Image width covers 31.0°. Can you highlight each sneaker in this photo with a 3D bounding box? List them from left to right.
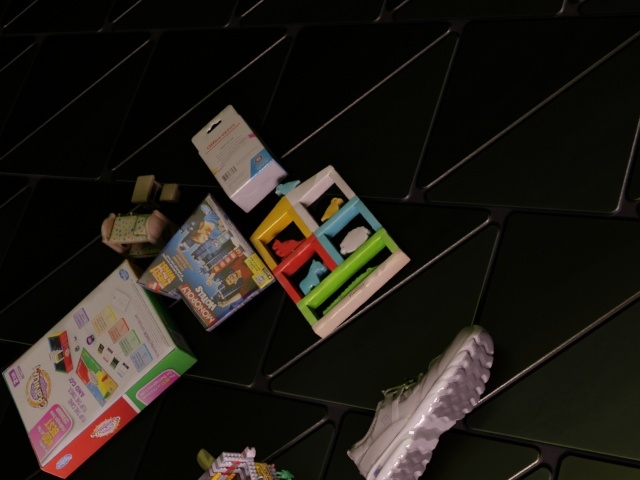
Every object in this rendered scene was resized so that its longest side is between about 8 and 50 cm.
[{"bbox_3d":[0.136,0.228,1.651,0.115,0.105,0.281,36,87,40],"label":"sneaker"}]

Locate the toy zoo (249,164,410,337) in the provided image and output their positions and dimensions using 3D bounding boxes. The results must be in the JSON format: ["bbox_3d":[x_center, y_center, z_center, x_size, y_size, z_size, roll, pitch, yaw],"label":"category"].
[{"bbox_3d":[0.000,0.000,1.916,0.192,0.030,0.293,-43,49,5],"label":"toy zoo"}]

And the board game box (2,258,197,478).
[{"bbox_3d":[-0.393,0.221,2.021,0.316,0.064,0.242,-41,50,6],"label":"board game box"}]

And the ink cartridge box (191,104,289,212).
[{"bbox_3d":[-0.147,-0.150,2.074,0.104,0.061,0.181,-41,50,6],"label":"ink cartridge box"}]

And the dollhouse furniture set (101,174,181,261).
[{"bbox_3d":[-0.282,-0.057,2.082,0.182,0.101,0.161,-4,63,31],"label":"dollhouse furniture set"}]

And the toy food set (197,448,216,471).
[{"bbox_3d":[-0.185,0.444,1.769,0.128,0.071,0.218,31,85,16],"label":"toy food set"}]

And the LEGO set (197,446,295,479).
[{"bbox_3d":[-0.052,0.425,1.554,0.192,0.255,0.331,-51,36,34],"label":"LEGO set"}]

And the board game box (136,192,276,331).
[{"bbox_3d":[-0.204,0.055,1.968,0.194,0.060,0.194,-38,72,0],"label":"board game box"}]
